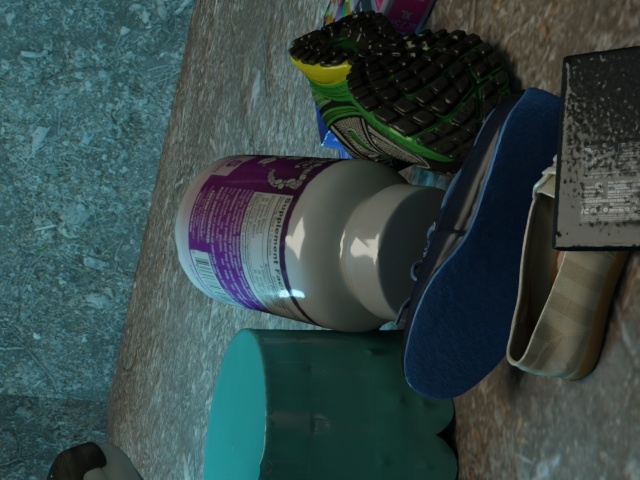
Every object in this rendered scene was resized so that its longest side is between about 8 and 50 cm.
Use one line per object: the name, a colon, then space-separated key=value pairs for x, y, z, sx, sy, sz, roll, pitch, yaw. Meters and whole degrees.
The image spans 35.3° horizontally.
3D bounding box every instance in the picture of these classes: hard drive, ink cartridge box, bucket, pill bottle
hard drive: x=0.202 y=-0.061 z=0.663 sx=0.094 sy=0.022 sz=0.135 roll=-1 pitch=80 yaw=40
ink cartridge box: x=0.049 y=-0.247 z=1.241 sx=0.311 sy=0.065 sz=0.186 roll=114 pitch=157 yaw=-46
bucket: x=-0.004 y=0.215 z=1.002 sx=0.281 sy=0.183 sz=0.281 roll=-171 pitch=90 yaw=-73
pill bottle: x=0.000 y=0.000 z=1.003 sx=0.301 sy=0.169 sz=0.169 roll=8 pitch=91 yaw=49

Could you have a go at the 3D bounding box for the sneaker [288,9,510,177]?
sneaker: x=0.091 y=-0.130 z=1.005 sx=0.146 sy=0.134 sz=0.343 roll=66 pitch=170 yaw=-28

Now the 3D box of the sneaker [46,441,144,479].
sneaker: x=-0.034 y=0.333 z=0.840 sx=0.447 sy=0.257 sz=0.169 roll=61 pitch=151 yaw=5

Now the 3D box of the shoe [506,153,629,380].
shoe: x=0.181 y=-0.005 z=0.717 sx=0.076 sy=0.058 sz=0.219 roll=-147 pitch=65 yaw=-71

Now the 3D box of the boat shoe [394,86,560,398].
boat shoe: x=0.138 y=0.005 z=0.822 sx=0.258 sy=0.109 sz=0.089 roll=-63 pitch=13 yaw=6
